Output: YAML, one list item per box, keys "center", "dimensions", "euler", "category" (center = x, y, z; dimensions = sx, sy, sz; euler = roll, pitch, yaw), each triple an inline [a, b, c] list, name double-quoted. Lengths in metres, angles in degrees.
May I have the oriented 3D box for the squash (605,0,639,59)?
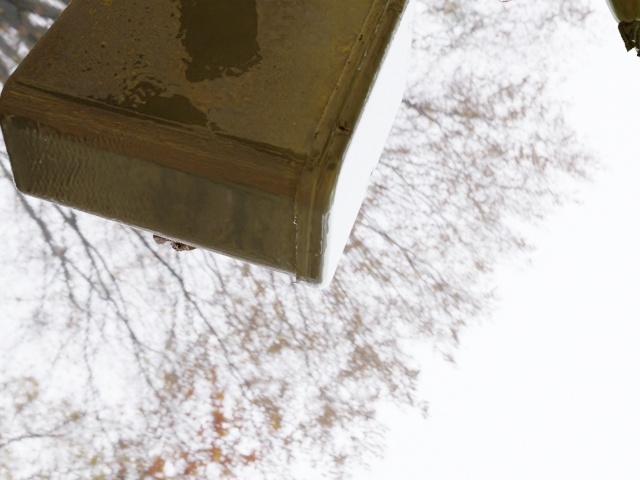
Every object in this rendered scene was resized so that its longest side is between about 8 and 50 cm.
- center: [0.435, -0.433, 1.428]
  dimensions: [0.094, 0.094, 0.341]
  euler: [-16, -86, 19]
  category: "squash"

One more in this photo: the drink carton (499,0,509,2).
- center: [0.241, -0.428, 1.256]
  dimensions: [0.071, 0.096, 0.222]
  euler: [-10, -94, 8]
  category: "drink carton"

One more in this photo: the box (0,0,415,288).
- center: [-0.103, -0.160, 1.057]
  dimensions: [0.344, 0.177, 0.352]
  euler: [16, -130, 8]
  category: "box"

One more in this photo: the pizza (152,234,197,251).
- center: [-0.086, -0.010, 1.252]
  dimensions: [0.201, 0.193, 0.053]
  euler: [-8, -89, 31]
  category: "pizza"
